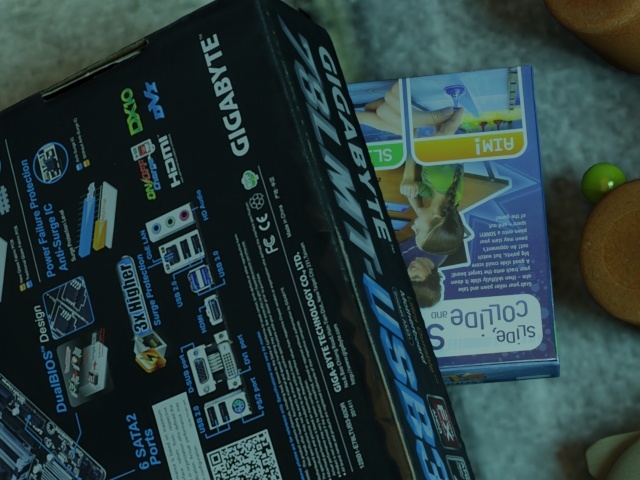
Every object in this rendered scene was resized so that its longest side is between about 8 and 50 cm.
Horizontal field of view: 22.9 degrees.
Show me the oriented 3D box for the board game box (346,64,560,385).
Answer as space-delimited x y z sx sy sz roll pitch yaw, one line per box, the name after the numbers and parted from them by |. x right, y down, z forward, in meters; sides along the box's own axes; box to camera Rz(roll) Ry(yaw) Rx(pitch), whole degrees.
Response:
0.000 0.000 0.702 0.201 0.035 0.136 -4 74 8 | board game box

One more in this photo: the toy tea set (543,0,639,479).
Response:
0.203 -0.004 0.652 0.200 0.124 0.336 -17 74 35 | toy tea set

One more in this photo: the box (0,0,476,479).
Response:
-0.094 0.090 0.636 0.293 0.073 0.295 -25 70 21 | box
